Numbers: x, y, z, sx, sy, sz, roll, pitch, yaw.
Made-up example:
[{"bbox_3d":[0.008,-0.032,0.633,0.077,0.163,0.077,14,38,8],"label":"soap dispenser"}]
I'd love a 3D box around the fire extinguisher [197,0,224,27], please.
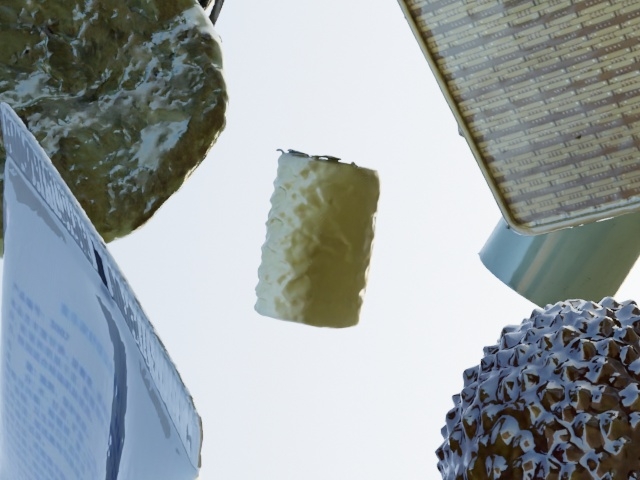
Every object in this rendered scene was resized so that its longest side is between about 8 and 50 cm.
[{"bbox_3d":[-0.235,-0.350,1.746,0.135,0.337,0.114,-59,-38,-16],"label":"fire extinguisher"}]

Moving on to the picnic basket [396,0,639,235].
[{"bbox_3d":[0.102,-0.091,0.516,0.164,0.115,0.079,61,-142,-19],"label":"picnic basket"}]

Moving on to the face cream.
[{"bbox_3d":[-0.136,0.160,0.723,0.137,0.235,0.420,-13,-45,-26],"label":"face cream"}]

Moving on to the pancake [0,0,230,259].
[{"bbox_3d":[-0.177,-0.101,0.819,0.253,0.254,0.037,-57,-4,-24],"label":"pancake"}]

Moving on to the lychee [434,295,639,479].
[{"bbox_3d":[0.152,0.117,0.705,0.188,0.188,0.188,-15,-70,-47],"label":"lychee"}]

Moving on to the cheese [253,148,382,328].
[{"bbox_3d":[0.000,0.000,1.329,0.123,0.094,0.167,8,-88,-52],"label":"cheese"}]

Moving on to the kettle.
[{"bbox_3d":[0.310,-0.055,1.573,0.165,0.240,0.255,25,-76,-14],"label":"kettle"}]
